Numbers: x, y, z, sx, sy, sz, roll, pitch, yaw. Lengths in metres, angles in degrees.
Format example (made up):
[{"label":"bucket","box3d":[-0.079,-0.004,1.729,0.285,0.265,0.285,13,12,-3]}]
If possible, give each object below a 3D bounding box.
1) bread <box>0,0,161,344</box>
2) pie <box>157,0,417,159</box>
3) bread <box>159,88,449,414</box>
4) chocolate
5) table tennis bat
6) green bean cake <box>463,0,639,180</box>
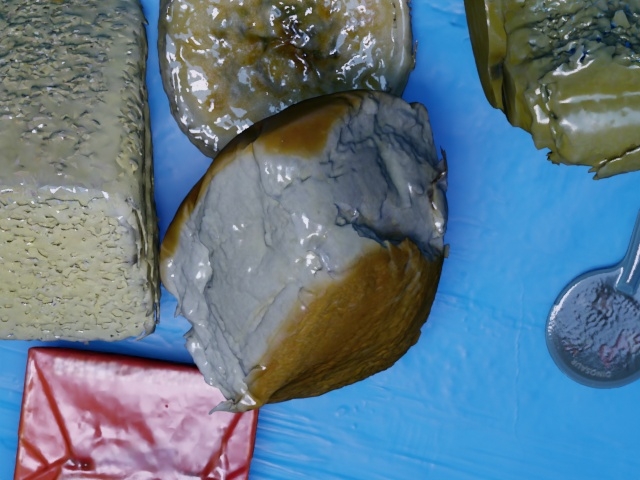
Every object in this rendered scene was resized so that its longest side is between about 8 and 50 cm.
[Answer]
[{"label":"bread","box3d":[-0.276,-0.076,1.672,0.248,0.315,0.279,0,130,3]},{"label":"pie","box3d":[-0.039,-0.198,1.694,0.274,0.055,0.274,0,99,0]},{"label":"bread","box3d":[0.000,0.000,1.592,0.225,0.250,0.279,57,132,20]},{"label":"chocolate","box3d":[-0.186,0.225,1.730,0.237,0.108,0.235,7,99,1]},{"label":"table tennis bat","box3d":[0.306,0.057,1.741,0.124,0.033,0.201,20,103,-4]},{"label":"green bean cake","box3d":[0.235,-0.218,1.576,0.202,0.285,0.310,-11,97,7]}]
